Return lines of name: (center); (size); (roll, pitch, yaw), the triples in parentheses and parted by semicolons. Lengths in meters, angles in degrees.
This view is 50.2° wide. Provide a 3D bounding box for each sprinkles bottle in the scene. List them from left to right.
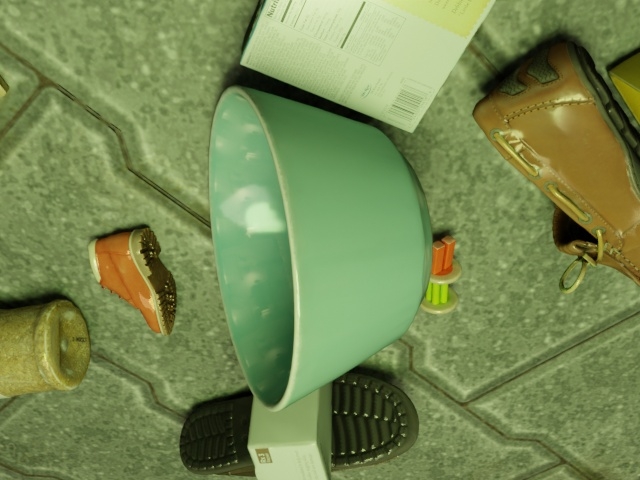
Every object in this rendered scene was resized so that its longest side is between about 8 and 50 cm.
sprinkles bottle: (-0.493, 0.161, 0.902); (0.355, 0.121, 0.121); (-9, 130, 7)

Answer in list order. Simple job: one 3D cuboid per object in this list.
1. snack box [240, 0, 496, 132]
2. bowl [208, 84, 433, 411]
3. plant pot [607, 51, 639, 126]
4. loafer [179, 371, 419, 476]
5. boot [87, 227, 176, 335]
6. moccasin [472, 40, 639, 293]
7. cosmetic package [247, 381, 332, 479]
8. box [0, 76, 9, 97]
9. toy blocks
snack box: (0.074, -0.262, 0.583); (0.187, 0.060, 0.322); (19, 127, -17)
bowl: (0.000, 0.000, 0.682); (0.163, 0.311, 0.311); (-7, 133, -19)
plant pot: (0.440, -0.113, 0.628); (0.187, 0.212, 0.212); (-39, 120, 14)
loafer: (-0.026, 0.281, 1.020); (0.366, 0.134, 0.130); (-9, 154, 20)
boot: (-0.234, 0.056, 0.861); (0.084, 0.059, 0.158); (-7, 122, 10)
moccasin: (0.301, -0.030, 0.732); (0.147, 0.139, 0.380); (-30, 127, 31)
cosmetic package: (-0.030, 0.190, 0.855); (0.085, 0.231, 0.117); (-7, 131, 6)
box: (-0.434, -0.200, 0.663); (0.164, 0.021, 0.201); (-18, 127, 14)
toy blocks: (0.111, 0.021, 0.828); (0.123, 0.054, 0.148); (-3, 130, 3)
